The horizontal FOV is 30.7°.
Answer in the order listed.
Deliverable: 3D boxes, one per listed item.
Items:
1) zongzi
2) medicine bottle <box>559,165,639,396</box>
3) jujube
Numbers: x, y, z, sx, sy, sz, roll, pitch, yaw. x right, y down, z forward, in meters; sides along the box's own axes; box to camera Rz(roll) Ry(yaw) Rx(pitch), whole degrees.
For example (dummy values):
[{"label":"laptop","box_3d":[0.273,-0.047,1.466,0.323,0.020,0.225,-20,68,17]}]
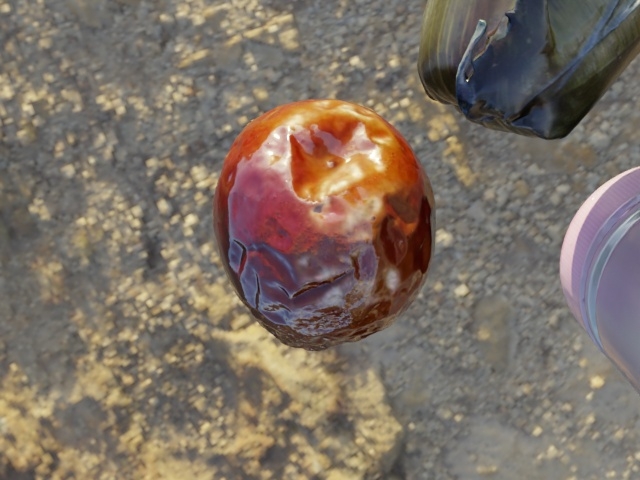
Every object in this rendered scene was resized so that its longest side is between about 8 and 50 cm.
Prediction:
[{"label":"zongzi","box_3d":[0.153,-0.324,0.839,0.432,0.403,0.208,44,174,-35]},{"label":"medicine bottle","box_3d":[0.342,0.063,0.984,0.202,0.316,0.202,-2,108,-5]},{"label":"jujube","box_3d":[0.000,0.000,0.954,0.190,0.190,0.255,45,163,15]}]
